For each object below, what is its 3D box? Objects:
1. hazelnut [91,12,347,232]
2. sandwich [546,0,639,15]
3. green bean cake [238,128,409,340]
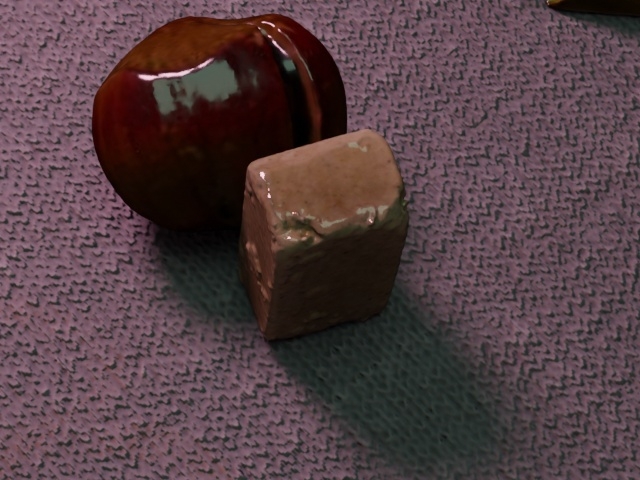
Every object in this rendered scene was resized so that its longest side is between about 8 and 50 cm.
[{"bbox_3d":[-0.083,-0.092,1.287,0.204,0.178,0.178,-22,65,-40],"label":"hazelnut"},{"bbox_3d":[0.270,-0.234,1.472,0.116,0.074,0.074,21,58,-31],"label":"sandwich"},{"bbox_3d":[0.000,0.000,1.238,0.109,0.179,0.085,-13,65,-14],"label":"green bean cake"}]
